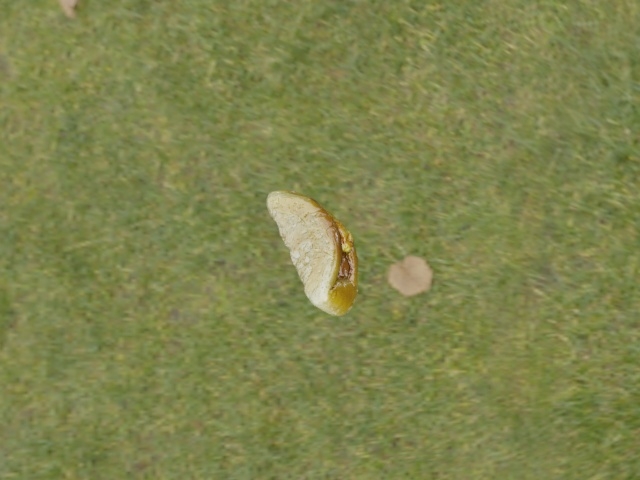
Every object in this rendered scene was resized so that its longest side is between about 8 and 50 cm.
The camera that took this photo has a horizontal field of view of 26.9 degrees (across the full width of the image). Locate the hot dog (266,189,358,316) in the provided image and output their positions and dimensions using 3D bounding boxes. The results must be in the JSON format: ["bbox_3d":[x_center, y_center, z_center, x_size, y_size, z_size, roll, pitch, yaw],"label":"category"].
[{"bbox_3d":[0.000,0.000,0.756,0.034,0.030,0.090,-41,53,22],"label":"hot dog"}]
